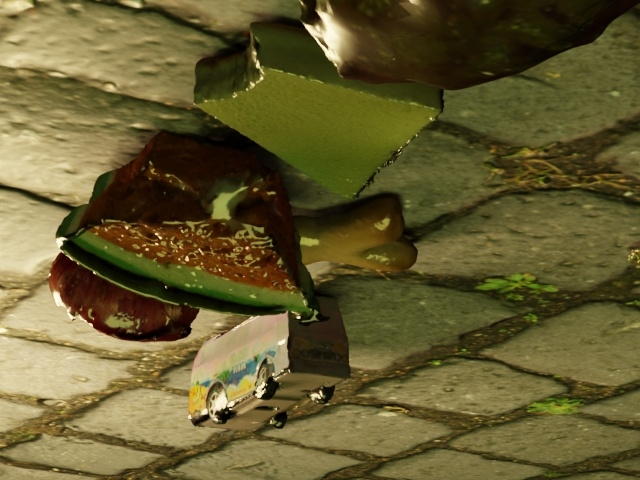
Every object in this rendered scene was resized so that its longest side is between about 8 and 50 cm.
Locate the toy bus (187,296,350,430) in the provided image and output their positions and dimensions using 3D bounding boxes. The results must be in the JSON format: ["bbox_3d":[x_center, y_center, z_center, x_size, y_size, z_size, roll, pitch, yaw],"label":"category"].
[{"bbox_3d":[-0.069,0.166,2.336,0.112,0.138,0.317,8,158,-27],"label":"toy bus"}]

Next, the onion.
[{"bbox_3d":[-0.216,0.040,2.024,0.184,0.184,0.147,11,116,-19],"label":"onion"}]

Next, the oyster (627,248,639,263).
[{"bbox_3d":[0.421,0.027,2.045,0.122,0.045,0.146,9,163,25],"label":"oyster"}]

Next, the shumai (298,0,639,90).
[{"bbox_3d":[0.066,-0.254,0.962,0.397,0.323,0.324,-6,159,21],"label":"shumai"}]

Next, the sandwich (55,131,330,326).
[{"bbox_3d":[-0.131,-0.019,1.861,0.292,0.109,0.212,5,142,5],"label":"sandwich"}]

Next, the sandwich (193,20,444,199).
[{"bbox_3d":[-0.022,-0.126,1.674,0.212,0.063,0.245,13,157,-16],"label":"sandwich"}]

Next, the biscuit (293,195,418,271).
[{"bbox_3d":[0.000,0.000,2.009,0.208,0.047,0.164,-2,159,12],"label":"biscuit"}]
